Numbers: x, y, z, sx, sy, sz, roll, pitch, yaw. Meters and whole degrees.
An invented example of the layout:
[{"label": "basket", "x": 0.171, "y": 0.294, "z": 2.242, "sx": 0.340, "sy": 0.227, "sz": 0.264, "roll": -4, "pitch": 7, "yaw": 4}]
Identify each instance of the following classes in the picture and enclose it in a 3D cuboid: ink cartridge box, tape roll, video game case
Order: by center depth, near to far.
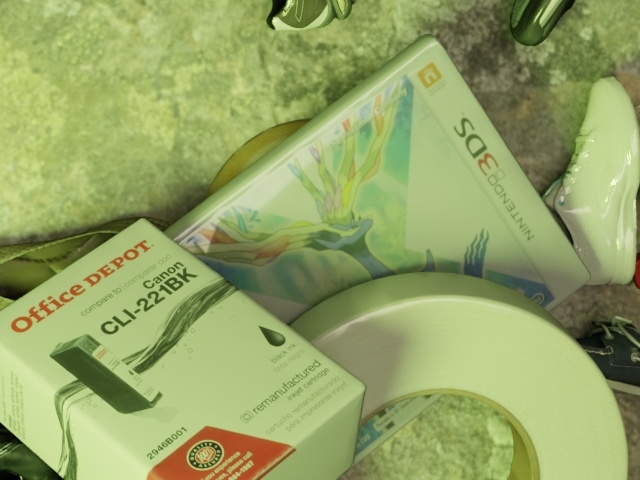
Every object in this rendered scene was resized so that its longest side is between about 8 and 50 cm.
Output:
[{"label": "ink cartridge box", "x": -0.129, "y": 0.130, "z": 1.430, "sx": 0.273, "sy": 0.114, "sz": 0.197, "roll": 35, "pitch": 51, "yaw": 25}, {"label": "tape roll", "x": 0.097, "y": 0.222, "z": 1.603, "sx": 0.392, "sy": 0.072, "sz": 0.392, "roll": -3, "pitch": 109, "yaw": -10}, {"label": "video game case", "x": 0.055, "y": 0.020, "z": 1.605, "sx": 0.329, "sy": 0.036, "sz": 0.300, "roll": -37, "pitch": 111, "yaw": -5}]

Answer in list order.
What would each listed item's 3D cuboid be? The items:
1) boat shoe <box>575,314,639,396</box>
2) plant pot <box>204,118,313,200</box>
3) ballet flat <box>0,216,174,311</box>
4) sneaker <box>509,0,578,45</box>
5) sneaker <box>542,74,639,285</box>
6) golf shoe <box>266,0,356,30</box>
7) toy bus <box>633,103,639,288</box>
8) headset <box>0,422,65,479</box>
[{"label": "boat shoe", "x": 0.307, "y": 0.118, "z": 1.705, "sx": 0.255, "sy": 0.095, "sz": 0.079, "roll": 14, "pitch": 90, "yaw": -19}, {"label": "plant pot", "x": 0.000, "y": 0.000, "z": 1.639, "sx": 0.236, "sy": 0.032, "sz": 0.236, "roll": -1, "pitch": 93, "yaw": -18}, {"label": "ballet flat", "x": -0.233, "y": 0.028, "z": 1.554, "sx": 0.250, "sy": 0.058, "sz": 0.084, "roll": -6, "pitch": 95, "yaw": -17}, {"label": "sneaker", "x": 0.291, "y": -0.269, "z": 1.689, "sx": 0.132, "sy": 0.086, "sz": 0.228, "roll": 32, "pitch": 82, "yaw": -18}, {"label": "sneaker", "x": 0.267, "y": -0.059, "z": 1.700, "sx": 0.094, "sy": 0.080, "sz": 0.212, "roll": -1, "pitch": 94, "yaw": -5}, {"label": "golf shoe", "x": -0.038, "y": -0.291, "z": 1.591, "sx": 0.094, "sy": 0.077, "sz": 0.198, "roll": -21, "pitch": 97, "yaw": -15}, {"label": "toy bus", "x": 0.410, "y": -0.031, "z": 1.716, "sx": 0.202, "sy": 0.104, "sz": 0.190, "roll": 7, "pitch": 97, "yaw": -24}, {"label": "headset", "x": -0.247, "y": 0.217, "z": 1.472, "sx": 0.394, "sy": 0.243, "sz": 0.185, "roll": -14, "pitch": 130, "yaw": -45}]
